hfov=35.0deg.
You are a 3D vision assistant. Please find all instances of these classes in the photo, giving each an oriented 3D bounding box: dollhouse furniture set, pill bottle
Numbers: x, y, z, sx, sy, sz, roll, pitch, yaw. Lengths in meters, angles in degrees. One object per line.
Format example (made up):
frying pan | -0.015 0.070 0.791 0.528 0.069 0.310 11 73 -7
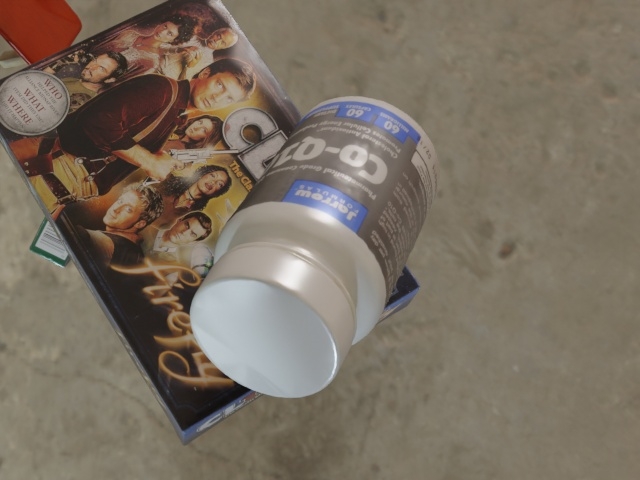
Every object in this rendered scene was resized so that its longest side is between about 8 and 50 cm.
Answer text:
dollhouse furniture set | -0.278 -0.209 1.046 0.259 0.135 0.262 51 55 -43
pill bottle | 0.000 0.000 0.452 0.078 0.137 0.078 12 130 15

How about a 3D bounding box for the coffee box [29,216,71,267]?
coffee box | -0.206 -0.072 0.951 0.040 0.113 0.184 28 98 -9

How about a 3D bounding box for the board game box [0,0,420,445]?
board game box | -0.076 -0.025 0.619 0.165 0.042 0.243 -31 76 -17
